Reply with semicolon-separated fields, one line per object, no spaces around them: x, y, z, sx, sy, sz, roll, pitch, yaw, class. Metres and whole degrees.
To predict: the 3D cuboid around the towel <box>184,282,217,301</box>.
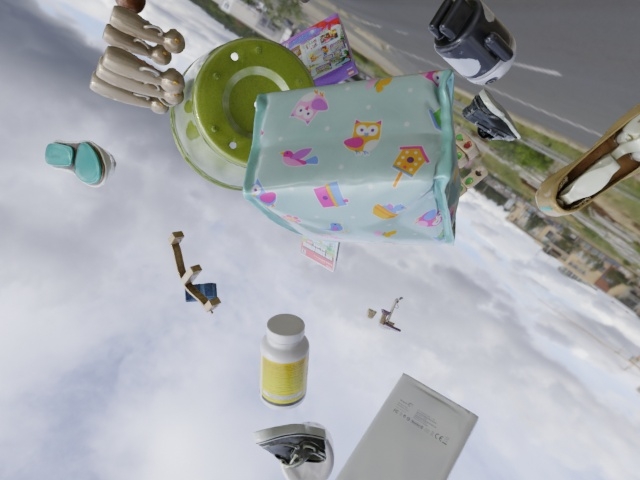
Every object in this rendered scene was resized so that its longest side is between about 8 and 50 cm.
-0.449;0.194;1.591;0.119;0.067;0.029;-5;166;-10;towel

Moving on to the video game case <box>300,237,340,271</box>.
0.000;0.000;2.000;0.203;0.285;0.025;28;-135;23;video game case

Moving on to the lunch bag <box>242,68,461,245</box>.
0.061;-0.071;0.537;0.223;0.160;0.262;-1;162;19;lunch bag

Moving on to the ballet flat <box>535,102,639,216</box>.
0.407;-0.111;0.576;0.080;0.232;0.073;47;-163;3;ballet flat

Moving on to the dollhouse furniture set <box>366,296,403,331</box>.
0.160;0.172;1.058;0.090;0.081;0.114;25;167;2;dollhouse furniture set

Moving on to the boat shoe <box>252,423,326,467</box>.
-0.049;0.404;0.831;0.219;0.077;0.070;36;-143;-49;boat shoe

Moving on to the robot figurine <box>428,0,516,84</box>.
0.448;-0.581;1.249;0.278;0.173;0.209;25;-126;-30;robot figurine

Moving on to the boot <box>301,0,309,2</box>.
-0.033;-0.431;0.654;0.041;0.119;0.087;-5;-128;9;boot

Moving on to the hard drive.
0.206;0.504;1.014;0.210;0.319;0.040;23;150;34;hard drive

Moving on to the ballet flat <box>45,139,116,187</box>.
-0.761;-0.260;1.401;0.399;0.139;0.139;17;-172;34;ballet flat

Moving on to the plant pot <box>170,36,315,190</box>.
-0.158;-0.282;0.951;0.366;0.367;0.353;26;-177;-18;plant pot

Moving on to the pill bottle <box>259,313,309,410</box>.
-0.137;0.455;1.606;0.187;0.335;0.188;4;-156;-2;pill bottle

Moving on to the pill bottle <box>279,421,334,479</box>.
-0.037;0.663;1.338;0.162;0.162;0.278;37;167;11;pill bottle

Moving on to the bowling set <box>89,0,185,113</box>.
-0.312;-0.355;0.783;0.154;0.200;0.287;13;-177;-35;bowling set

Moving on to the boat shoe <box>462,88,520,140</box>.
0.588;-0.403;1.462;0.339;0.113;0.127;5;-122;-52;boat shoe

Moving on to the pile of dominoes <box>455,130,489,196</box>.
0.252;-0.157;1.016;0.040;0.251;0.196;31;-156;-48;pile of dominoes

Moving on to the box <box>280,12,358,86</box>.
-0.052;-0.509;1.236;0.057;0.293;0.201;39;-145;-59;box

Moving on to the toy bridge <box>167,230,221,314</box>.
-0.272;0.074;0.893;0.026;0.063;0.188;-17;-110;-48;toy bridge
